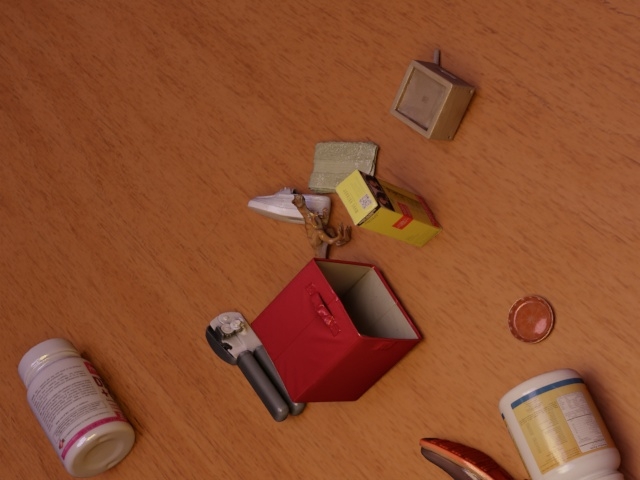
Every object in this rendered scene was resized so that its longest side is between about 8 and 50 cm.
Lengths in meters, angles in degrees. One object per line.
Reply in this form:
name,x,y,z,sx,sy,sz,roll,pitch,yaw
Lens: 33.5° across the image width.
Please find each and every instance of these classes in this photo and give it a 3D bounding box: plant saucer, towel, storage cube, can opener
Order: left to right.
can opener,-0.129,0.249,2.108,0.280,0.074,0.093,48,141,34
storage cube,0.028,0.166,1.926,0.193,0.215,0.184,-46,59,25
towel,0.044,-0.144,2.092,0.148,0.027,0.110,5,81,35
plant saucer,0.360,0.136,1.822,0.083,0.013,0.083,-8,74,32

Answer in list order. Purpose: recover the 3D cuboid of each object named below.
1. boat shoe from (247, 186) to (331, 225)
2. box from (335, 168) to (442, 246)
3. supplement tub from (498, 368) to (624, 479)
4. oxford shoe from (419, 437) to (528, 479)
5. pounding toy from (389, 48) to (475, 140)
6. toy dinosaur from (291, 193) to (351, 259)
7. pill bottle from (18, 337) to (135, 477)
boat shoe,-0.061,-0.074,2.128,0.184,0.066,0.063,7,73,36
box,0.124,-0.054,1.891,0.058,0.232,0.087,-40,59,21
supplement tub,0.384,0.319,1.685,0.144,0.144,0.200,-34,63,24
oxford shoe,0.267,0.418,1.776,0.271,0.097,0.098,28,101,35
pounding toy,0.209,-0.275,1.979,0.141,0.100,0.130,40,117,36
toy dinosaur,0.000,0.000,2.065,0.112,0.064,0.211,-5,110,22
pill bottle,-0.531,0.354,2.291,0.160,0.160,0.283,-50,58,15
